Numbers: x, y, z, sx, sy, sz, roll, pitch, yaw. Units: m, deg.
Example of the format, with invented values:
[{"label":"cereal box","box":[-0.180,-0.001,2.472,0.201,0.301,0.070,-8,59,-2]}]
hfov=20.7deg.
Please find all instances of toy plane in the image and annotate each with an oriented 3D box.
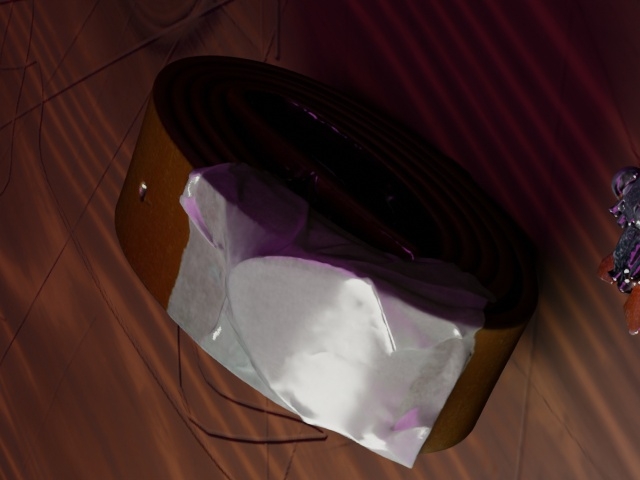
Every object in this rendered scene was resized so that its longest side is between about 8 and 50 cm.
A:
[{"label":"toy plane","box":[0.213,-0.042,1.010,0.130,0.061,0.189,-103,30,-65]}]

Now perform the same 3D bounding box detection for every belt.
[{"label":"belt","box":[0.000,0.000,1.159,0.338,0.217,0.122,45,126,39]}]
